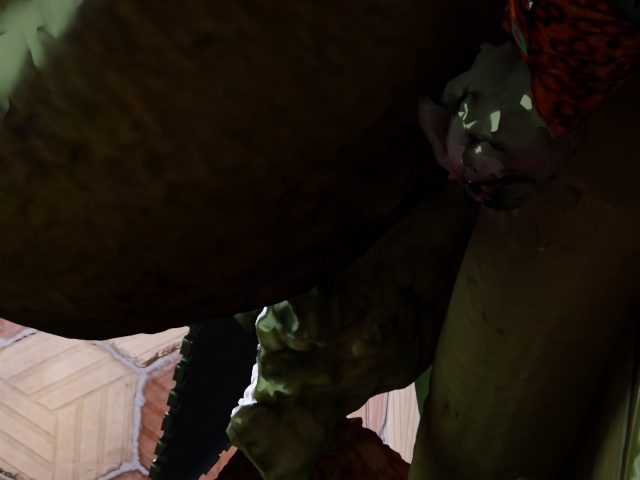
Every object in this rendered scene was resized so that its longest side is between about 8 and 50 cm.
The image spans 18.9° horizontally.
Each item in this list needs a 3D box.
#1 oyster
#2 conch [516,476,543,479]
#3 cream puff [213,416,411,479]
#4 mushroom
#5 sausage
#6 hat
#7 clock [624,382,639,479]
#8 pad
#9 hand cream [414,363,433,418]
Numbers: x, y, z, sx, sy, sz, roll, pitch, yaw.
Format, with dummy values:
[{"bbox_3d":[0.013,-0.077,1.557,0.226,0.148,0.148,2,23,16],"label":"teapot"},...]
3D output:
[{"bbox_3d":[0.051,-0.044,0.780,0.201,0.107,0.354,108,-173,-62],"label":"oyster"},{"bbox_3d":[0.068,0.137,0.570,0.170,0.079,0.106,-111,15,-45],"label":"conch"},{"bbox_3d":[-0.020,0.212,1.058,0.240,0.164,0.240,25,-90,-87],"label":"cream puff"},{"bbox_3d":[-0.020,-0.119,0.581,0.239,0.345,0.345,59,179,-4],"label":"mushroom"},{"bbox_3d":[0.072,0.042,0.664,0.301,0.066,0.066,102,171,-57],"label":"sausage"},{"bbox_3d":[0.058,-0.076,0.362,0.227,0.129,0.140,102,175,-49],"label":"hat"},{"bbox_3d":[0.093,0.066,0.311,0.237,0.057,0.237,-174,90,-87],"label":"clock"},{"bbox_3d":[0.000,0.000,0.988,0.269,0.012,0.269,-45,-19,-42],"label":"pad"},{"bbox_3d":[0.066,0.036,0.943,0.095,0.046,0.175,-95,3,-63],"label":"hand cream"}]
